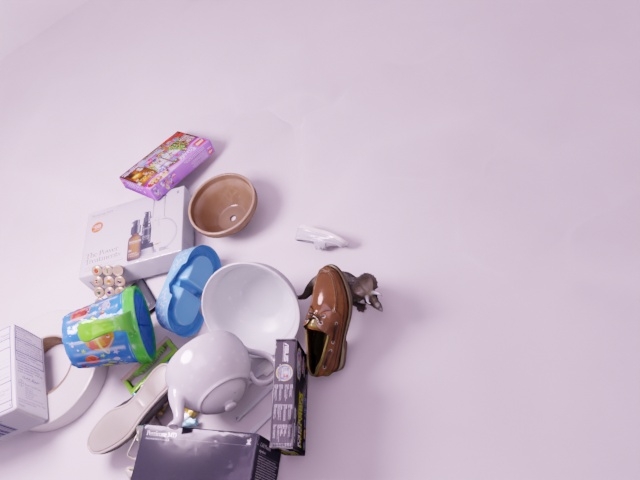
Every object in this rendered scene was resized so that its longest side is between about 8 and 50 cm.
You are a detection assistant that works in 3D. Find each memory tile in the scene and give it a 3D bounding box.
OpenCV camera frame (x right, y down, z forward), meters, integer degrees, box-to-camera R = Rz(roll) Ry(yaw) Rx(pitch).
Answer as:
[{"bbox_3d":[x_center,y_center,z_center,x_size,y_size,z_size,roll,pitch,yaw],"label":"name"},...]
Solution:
[{"bbox_3d":[-0.686,0.151,2.052,0.113,0.012,0.148,0,102,7],"label":"memory tile"}]

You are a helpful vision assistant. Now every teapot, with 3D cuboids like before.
[{"bbox_3d":[-0.280,0.381,1.715,0.256,0.252,0.187,-47,59,7],"label":"teapot"}]

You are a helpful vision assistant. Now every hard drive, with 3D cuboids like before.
[{"bbox_3d":[-0.597,0.198,2.076,0.094,0.022,0.135,-38,57,-5],"label":"hard drive"}]

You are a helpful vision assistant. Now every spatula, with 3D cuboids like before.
[{"bbox_3d":[-0.161,0.438,1.791,0.242,0.019,0.168,-42,58,-8],"label":"spatula"}]

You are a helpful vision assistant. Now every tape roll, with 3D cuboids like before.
[{"bbox_3d":[-0.862,0.412,2.014,0.392,0.072,0.392,-8,58,13],"label":"tape roll"}]

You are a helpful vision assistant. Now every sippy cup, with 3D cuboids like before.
[{"bbox_3d":[-0.625,0.271,1.856,0.224,0.305,0.240,-14,45,-5],"label":"sippy cup"}]

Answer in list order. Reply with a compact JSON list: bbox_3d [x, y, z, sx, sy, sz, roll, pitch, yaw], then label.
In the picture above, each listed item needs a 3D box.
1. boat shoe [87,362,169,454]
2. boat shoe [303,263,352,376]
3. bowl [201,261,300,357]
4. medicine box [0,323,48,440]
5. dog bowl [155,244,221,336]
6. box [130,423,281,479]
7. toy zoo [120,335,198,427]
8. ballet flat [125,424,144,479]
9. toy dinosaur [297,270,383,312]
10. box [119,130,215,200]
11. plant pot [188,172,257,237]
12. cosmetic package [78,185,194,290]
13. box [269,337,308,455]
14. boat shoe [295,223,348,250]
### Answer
[{"bbox_3d":[-0.517,0.492,1.813,0.335,0.095,0.112,-45,60,-2],"label":"boat shoe"},{"bbox_3d":[0.014,0.221,1.707,0.111,0.104,0.307,4,99,44],"label":"boat shoe"},{"bbox_3d":[-0.184,0.182,1.843,0.298,0.297,0.134,-4,16,16],"label":"bowl"},{"bbox_3d":[-0.988,0.444,1.905,0.264,0.149,0.289,-24,56,5],"label":"medicine box"},{"bbox_3d":[-0.414,0.153,1.965,0.074,0.166,0.297,2,62,33],"label":"dog bowl"},{"bbox_3d":[-0.306,0.657,1.617,0.343,0.179,0.312,0,62,18],"label":"box"},{"bbox_3d":[-0.447,0.446,1.876,0.192,0.030,0.293,-45,57,-10],"label":"toy zoo"},{"bbox_3d":[-0.502,0.613,1.739,0.068,0.072,0.213,11,88,-13],"label":"ballet flat"},{"bbox_3d":[0.054,0.130,1.813,0.314,0.160,0.121,12,65,23],"label":"toy dinosaur"},{"bbox_3d":[-0.547,-0.273,2.254,0.201,0.057,0.293,20,56,39],"label":"box"},{"bbox_3d":[-0.309,-0.099,2.099,0.237,0.109,0.237,-9,59,15],"label":"plant pot"},{"bbox_3d":[-0.619,-0.009,2.151,0.377,0.097,0.284,-15,50,10],"label":"cosmetic package"},{"bbox_3d":[-0.078,0.412,1.642,0.060,0.216,0.270,-1,66,6],"label":"box"},{"bbox_3d":[0.000,0.000,1.968,0.184,0.066,0.063,18,82,24],"label":"boat shoe"}]
